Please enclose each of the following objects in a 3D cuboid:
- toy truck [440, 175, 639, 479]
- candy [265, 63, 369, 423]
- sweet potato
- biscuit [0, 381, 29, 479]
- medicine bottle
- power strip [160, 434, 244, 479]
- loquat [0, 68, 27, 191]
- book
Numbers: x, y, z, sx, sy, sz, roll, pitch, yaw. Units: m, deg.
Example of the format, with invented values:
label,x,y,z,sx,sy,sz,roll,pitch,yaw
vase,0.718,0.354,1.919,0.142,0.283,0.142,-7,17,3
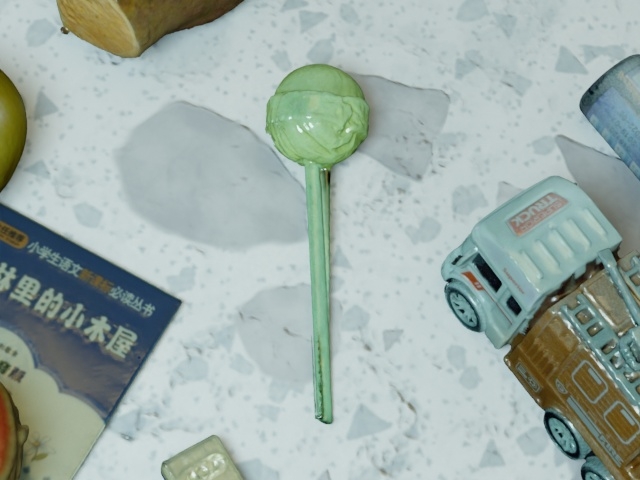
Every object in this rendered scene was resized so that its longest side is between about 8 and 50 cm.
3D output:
label,x,y,z,sx,sy,sz,roll,pitch,yaw
toy truck,0.244,0.088,1.375,0.136,0.162,0.305,-32,74,-19
candy,0.000,0.000,1.439,0.092,0.093,0.335,-12,72,33
sweet potato,-0.097,-0.284,1.515,0.337,0.131,0.131,-34,75,-29
biscuit,-0.448,0.242,1.209,0.394,0.076,0.368,6,60,8
medicine bottle,0.337,-0.079,1.504,0.083,0.083,0.203,-31,73,-19
power strip,-0.082,0.229,1.339,0.056,0.032,0.123,-28,74,-17
loquat,-0.327,-0.091,1.368,0.152,0.195,0.152,-2,104,-10
book,-0.295,0.128,1.361,0.228,0.018,0.322,28,66,4
